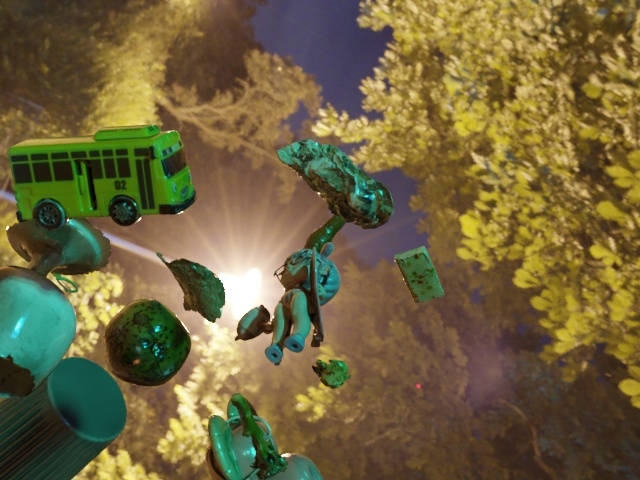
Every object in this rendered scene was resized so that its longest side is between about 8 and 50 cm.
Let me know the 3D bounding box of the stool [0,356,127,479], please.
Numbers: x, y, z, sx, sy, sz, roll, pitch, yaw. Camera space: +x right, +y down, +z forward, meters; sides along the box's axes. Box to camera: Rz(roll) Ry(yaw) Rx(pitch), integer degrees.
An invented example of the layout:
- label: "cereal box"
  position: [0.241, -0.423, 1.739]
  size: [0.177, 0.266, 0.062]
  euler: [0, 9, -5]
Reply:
- label: "stool"
  position: [-0.708, 0.493, 1.983]
  size: [0.330, 0.297, 0.297]
  euler: [-39, -149, 20]

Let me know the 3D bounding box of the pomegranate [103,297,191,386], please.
- label: "pomegranate"
  position: [-0.583, 0.328, 2.440]
  size: [0.341, 0.285, 0.285]
  euler: [5, -107, 56]

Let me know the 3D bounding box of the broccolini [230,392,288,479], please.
- label: "broccolini"
  position: [-0.117, 0.344, 1.357]
  size: [0.067, 0.216, 0.058]
  euler: [-7, -146, 18]

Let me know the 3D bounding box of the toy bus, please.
- label: "toy bus"
  position: [-0.341, -0.103, 1.195]
  size: [0.128, 0.262, 0.150]
  euler: [-63, 149, -73]

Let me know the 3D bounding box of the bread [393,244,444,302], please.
- label: "bread"
  position: [0.204, 0.073, 1.553]
  size: [0.068, 0.153, 0.028]
  euler: [-19, -136, 10]

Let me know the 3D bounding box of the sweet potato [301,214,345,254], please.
- label: "sweet potato"
  position: [0.000, 0.000, 1.971]
  size: [0.274, 0.067, 0.067]
  euler: [-50, -158, 1]

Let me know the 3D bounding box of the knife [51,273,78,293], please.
- label: "knife"
  position: [-0.763, 0.089, 2.177]
  size: [0.212, 0.054, 0.015]
  euler: [36, -71, 27]

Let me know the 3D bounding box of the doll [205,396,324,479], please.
- label: "doll"
  position: [-0.145, 0.483, 1.692]
  size: [0.216, 0.268, 0.284]
  euler: [-26, 180, 10]

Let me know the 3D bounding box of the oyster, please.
- label: "oyster"
  position: [0.043, -0.129, 1.672]
  size: [0.199, 0.252, 0.087]
  euler: [-17, -161, 40]

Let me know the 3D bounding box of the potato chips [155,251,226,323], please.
- label: "potato chips"
  position: [-0.338, 0.107, 1.917]
  size: [0.059, 0.228, 0.167]
  euler: [-38, 135, -42]

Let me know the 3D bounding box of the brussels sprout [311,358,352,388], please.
- label: "brussels sprout"
  position: [0.020, 0.287, 1.637]
  size: [0.058, 0.085, 0.085]
  euler: [-49, -166, -24]

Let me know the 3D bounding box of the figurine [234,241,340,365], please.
- label: "figurine"
  position: [-0.044, 0.115, 1.194]
  size: [0.205, 0.103, 0.260]
  euler: [-42, -164, 26]

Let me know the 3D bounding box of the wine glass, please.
- label: "wine glass"
  position: [-0.555, 0.119, 1.416]
  size: [0.238, 0.238, 0.323]
  euler: [-44, -153, 44]
